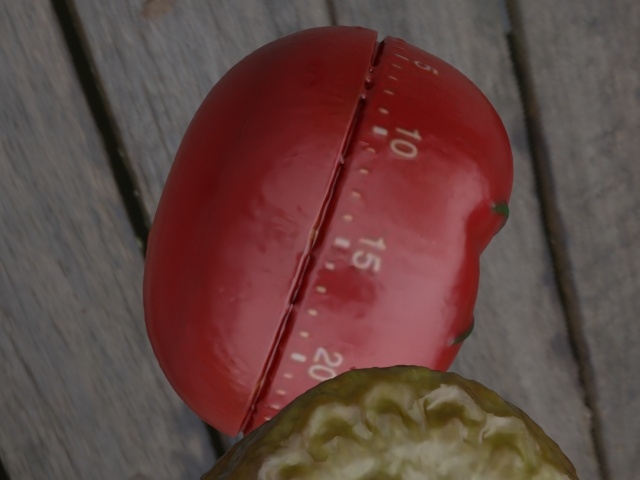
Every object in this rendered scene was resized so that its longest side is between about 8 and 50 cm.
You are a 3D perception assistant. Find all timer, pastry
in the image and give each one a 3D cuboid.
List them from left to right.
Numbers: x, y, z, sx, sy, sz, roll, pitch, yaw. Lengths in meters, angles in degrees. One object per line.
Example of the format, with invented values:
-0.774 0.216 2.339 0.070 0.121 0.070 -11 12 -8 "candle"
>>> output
0.000 0.000 1.270 0.279 0.378 0.378 18 110 -2 "timer"
0.039 0.183 0.725 0.240 0.132 0.235 -31 88 -26 "pastry"
